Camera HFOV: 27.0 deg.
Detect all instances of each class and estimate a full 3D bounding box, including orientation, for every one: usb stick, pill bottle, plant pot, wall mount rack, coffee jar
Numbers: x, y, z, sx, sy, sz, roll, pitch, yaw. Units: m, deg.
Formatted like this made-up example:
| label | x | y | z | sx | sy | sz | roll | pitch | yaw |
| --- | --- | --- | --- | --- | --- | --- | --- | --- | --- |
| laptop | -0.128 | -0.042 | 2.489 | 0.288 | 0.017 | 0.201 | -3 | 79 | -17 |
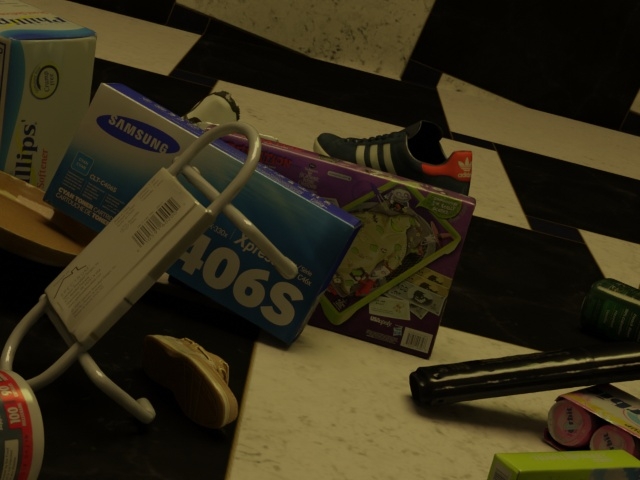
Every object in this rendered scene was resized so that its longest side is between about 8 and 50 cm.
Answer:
| label | x | y | z | sx | sy | sz | roll | pitch | yaw |
| --- | --- | --- | --- | --- | --- | --- | --- | --- | --- |
| usb stick | 0.242 | 0.152 | 1.526 | 0.278 | 0.045 | 0.077 | -6 | 6 | -8 |
| pill bottle | -0.318 | 0.160 | 1.039 | 0.180 | 0.108 | 0.108 | -1 | 23 | -43 |
| plant pot | -0.354 | -0.029 | 1.537 | 0.236 | 0.032 | 0.236 | 28 | 10 | -6 |
| wall mount rack | -0.180 | 0.025 | 1.372 | 0.130 | 0.350 | 0.304 | 46 | -3 | -37 |
| coffee jar | 0.473 | 0.121 | 1.912 | 0.184 | 0.079 | 0.096 | 24 | 16 | 31 |

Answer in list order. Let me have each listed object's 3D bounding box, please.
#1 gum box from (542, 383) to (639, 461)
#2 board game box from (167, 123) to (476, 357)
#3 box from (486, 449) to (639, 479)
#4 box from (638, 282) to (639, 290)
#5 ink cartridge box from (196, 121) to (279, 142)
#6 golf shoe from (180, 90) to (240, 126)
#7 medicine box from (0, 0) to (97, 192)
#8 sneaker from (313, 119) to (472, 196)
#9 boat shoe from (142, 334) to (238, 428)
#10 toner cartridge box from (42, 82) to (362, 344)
| label | x | y | z | sx | sy | sz | roll | pitch | yaw |
| --- | --- | --- | --- | --- | --- | --- | --- | --- | --- |
| gum box | 0.351 | 0.226 | 1.486 | 0.188 | 0.062 | 0.107 | 28 | 20 | 38 |
| board game box | 0.000 | 0.000 | 1.671 | 0.347 | 0.208 | 0.056 | 17 | 17 | 4 |
| box | 0.225 | 0.247 | 1.223 | 0.178 | 0.109 | 0.042 | 5 | 18 | -32 |
| box | 0.674 | 0.033 | 2.068 | 0.322 | 0.257 | 0.079 | 10 | 17 | -14 |
| ink cartridge box | -0.128 | -0.117 | 2.055 | 0.127 | 0.072 | 0.175 | 13 | -9 | 4 |
| golf shoe | -0.210 | -0.166 | 2.144 | 0.077 | 0.198 | 0.094 | 53 | 36 | -2 |
| medicine box | -0.453 | -0.182 | 1.750 | 0.289 | 0.263 | 0.149 | 25 | 25 | 32 |
| sneaker | 0.138 | -0.162 | 2.428 | 0.350 | 0.148 | 0.131 | 26 | 20 | 35 |
| boat shoe | -0.122 | 0.137 | 1.363 | 0.059 | 0.063 | 0.170 | -4 | 23 | -33 |
| toner cartridge box | -0.141 | -0.035 | 1.598 | 0.348 | 0.165 | 0.075 | 29 | 9 | 5 |
